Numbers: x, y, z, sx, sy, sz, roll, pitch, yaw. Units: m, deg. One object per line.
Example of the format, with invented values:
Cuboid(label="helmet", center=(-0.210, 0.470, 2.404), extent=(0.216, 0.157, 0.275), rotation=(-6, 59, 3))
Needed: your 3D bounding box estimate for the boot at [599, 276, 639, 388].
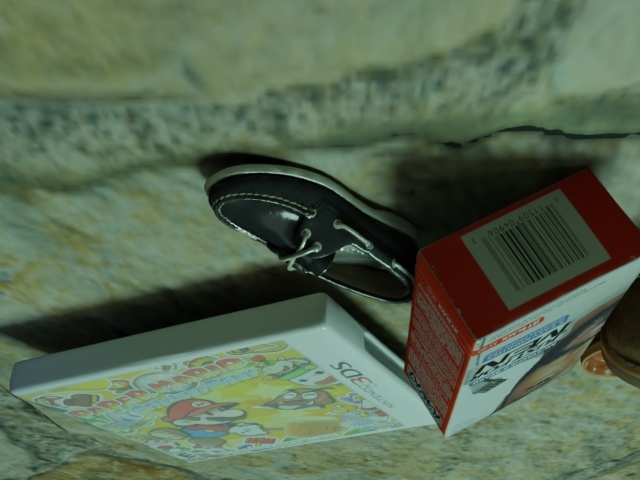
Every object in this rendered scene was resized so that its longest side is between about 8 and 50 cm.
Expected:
Cuboid(label="boot", center=(0.265, -0.002, 0.385), extent=(0.305, 0.112, 0.115), rotation=(-16, 120, 36))

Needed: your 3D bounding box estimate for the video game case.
Cuboid(label="video game case", center=(-0.054, 0.106, 0.585), extent=(0.227, 0.026, 0.206), rotation=(-14, 149, 22))

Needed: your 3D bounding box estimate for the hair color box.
Cuboid(label="hair color box", center=(0.097, 0.041, 0.443), extent=(0.093, 0.053, 0.167), rotation=(-26, 156, -9))

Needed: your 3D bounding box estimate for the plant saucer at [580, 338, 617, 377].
Cuboid(label="plant saucer", center=(0.226, 0.078, 0.602), extent=(0.083, 0.013, 0.083), rotation=(-2, 153, -1))

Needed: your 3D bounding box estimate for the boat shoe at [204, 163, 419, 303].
Cuboid(label="boat shoe", center=(0.000, 0.000, 0.406), extent=(0.125, 0.038, 0.046), rotation=(23, 145, -40))
